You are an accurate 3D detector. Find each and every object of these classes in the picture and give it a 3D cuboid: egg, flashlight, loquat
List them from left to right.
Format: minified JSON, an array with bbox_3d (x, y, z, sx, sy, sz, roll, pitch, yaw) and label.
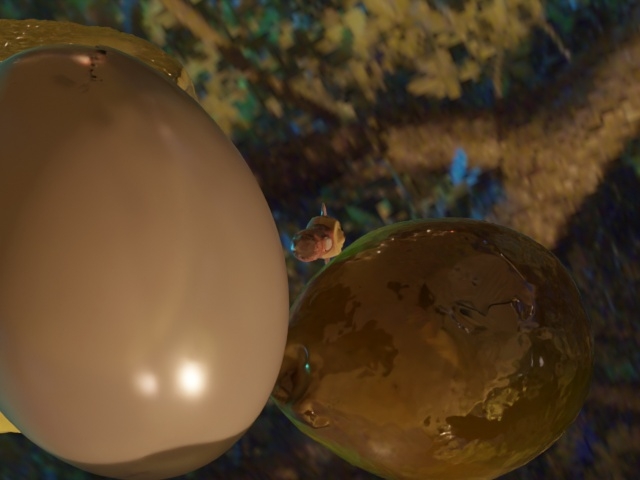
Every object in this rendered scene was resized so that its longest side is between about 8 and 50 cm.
[{"bbox_3d":[-0.090,0.010,0.855,0.146,0.198,0.146,-13,-163,4],"label":"egg"},{"bbox_3d":[0.000,0.000,1.514,0.031,0.110,0.052,-3,-85,10],"label":"flashlight"},{"bbox_3d":[0.059,0.063,1.088,0.195,0.152,0.152,-3,-131,-34],"label":"loquat"}]

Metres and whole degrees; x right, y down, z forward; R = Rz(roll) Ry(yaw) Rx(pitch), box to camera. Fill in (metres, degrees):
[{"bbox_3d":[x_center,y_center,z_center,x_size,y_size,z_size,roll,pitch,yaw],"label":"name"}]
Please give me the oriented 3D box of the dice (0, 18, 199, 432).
[{"bbox_3d":[-0.156,-0.009,1.042,0.169,0.169,0.166,4,-150,8],"label":"dice"}]
